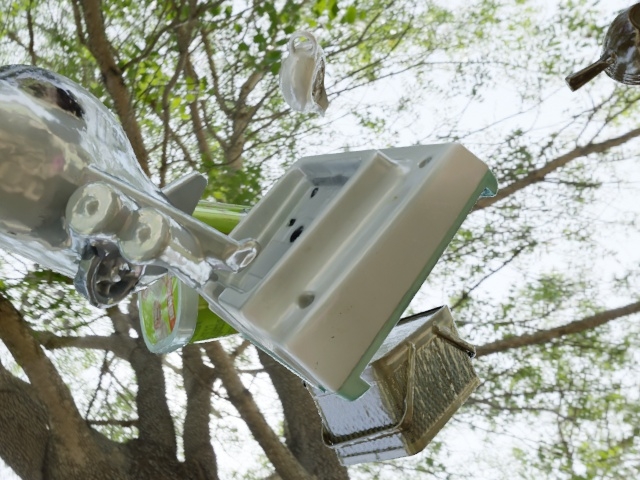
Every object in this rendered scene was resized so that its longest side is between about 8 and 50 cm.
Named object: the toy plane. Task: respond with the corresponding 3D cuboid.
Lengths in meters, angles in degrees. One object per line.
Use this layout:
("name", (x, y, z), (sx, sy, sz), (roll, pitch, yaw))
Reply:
("toy plane", (-0.163, -0.031, 0.432), (0.267, 0.267, 0.122), (27, -97, -28))

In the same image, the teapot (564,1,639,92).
("teapot", (0.298, -0.177, 0.622), (0.110, 0.080, 0.085), (-26, -117, 0))

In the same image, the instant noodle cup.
("instant noodle cup", (-0.147, 0.057, 1.154), (0.308, 0.294, 0.293), (0, -91, -29))

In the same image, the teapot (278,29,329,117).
("teapot", (-0.035, -0.342, 1.306), (0.092, 0.226, 0.145), (11, -116, 10))

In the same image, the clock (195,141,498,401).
("clock", (0.000, 0.000, 0.602), (0.116, 0.262, 0.231), (41, -102, -23))

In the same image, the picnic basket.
("picnic basket", (0.119, 0.216, 0.982), (0.267, 0.165, 0.139), (-24, -90, -51))
